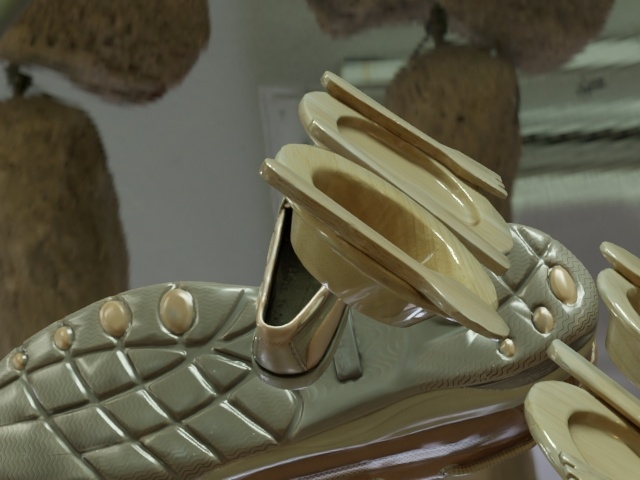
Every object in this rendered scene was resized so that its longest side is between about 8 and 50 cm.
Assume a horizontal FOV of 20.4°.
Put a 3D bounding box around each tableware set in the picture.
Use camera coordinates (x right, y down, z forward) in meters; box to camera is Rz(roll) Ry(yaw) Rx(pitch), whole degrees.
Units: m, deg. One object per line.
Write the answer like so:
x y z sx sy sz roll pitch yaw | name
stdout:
0.048 0.013 0.401 0.141 0.169 0.020 36 -73 -1 | tableware set

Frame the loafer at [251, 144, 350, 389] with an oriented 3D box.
0.000 0.000 0.728 0.045 0.125 0.039 7 -33 14 | loafer

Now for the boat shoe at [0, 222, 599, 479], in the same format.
-0.016 0.089 0.893 0.324 0.123 0.116 -10 -39 8 | boat shoe
